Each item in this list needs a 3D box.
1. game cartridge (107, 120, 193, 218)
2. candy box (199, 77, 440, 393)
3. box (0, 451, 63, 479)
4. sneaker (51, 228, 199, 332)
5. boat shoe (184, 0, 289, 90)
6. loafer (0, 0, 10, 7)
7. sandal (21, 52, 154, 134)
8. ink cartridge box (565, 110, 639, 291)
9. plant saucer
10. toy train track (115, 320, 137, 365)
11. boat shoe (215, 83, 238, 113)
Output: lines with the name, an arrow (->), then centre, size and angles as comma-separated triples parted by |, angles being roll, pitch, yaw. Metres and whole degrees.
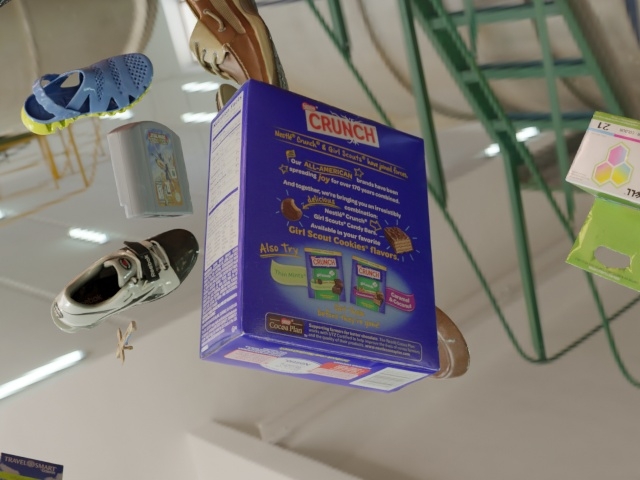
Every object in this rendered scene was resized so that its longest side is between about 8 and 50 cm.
game cartridge -> -0.342, -0.144, 2.030 | 0.062, 0.198, 0.297 | -7, -179, 13
candy box -> 0.000, 0.000, 1.186 | 0.268, 0.317, 0.122 | 15, 152, -30
box -> -0.469, 0.411, 1.574 | 0.109, 0.042, 0.178 | 19, -148, -22
sneaker -> -0.370, 0.067, 1.958 | 0.330, 0.122, 0.146 | -34, 173, -27
boat shoe -> -0.135, -0.296, 1.503 | 0.119, 0.123, 0.324 | -22, -126, 0
loafer -> -0.377, -0.385, 1.280 | 0.303, 0.095, 0.109 | -57, -155, -3
sandal -> -0.521, -0.340, 2.225 | 0.317, 0.126, 0.138 | -27, 168, -15
ink cartridge box -> 0.501, -0.067, 1.653 | 0.097, 0.255, 0.188 | 23, -177, -36
plant saucer -> 0.163, 0.163, 1.595 | 0.168, 0.168, 0.029 | 7, -141, 48
toy train track -> -0.237, 0.123, 1.227 | 0.014, 0.048, 0.083 | 1, 147, -26
boat shoe -> -0.157, -0.200, 1.937 | 0.081, 0.228, 0.068 | -7, 154, -43
